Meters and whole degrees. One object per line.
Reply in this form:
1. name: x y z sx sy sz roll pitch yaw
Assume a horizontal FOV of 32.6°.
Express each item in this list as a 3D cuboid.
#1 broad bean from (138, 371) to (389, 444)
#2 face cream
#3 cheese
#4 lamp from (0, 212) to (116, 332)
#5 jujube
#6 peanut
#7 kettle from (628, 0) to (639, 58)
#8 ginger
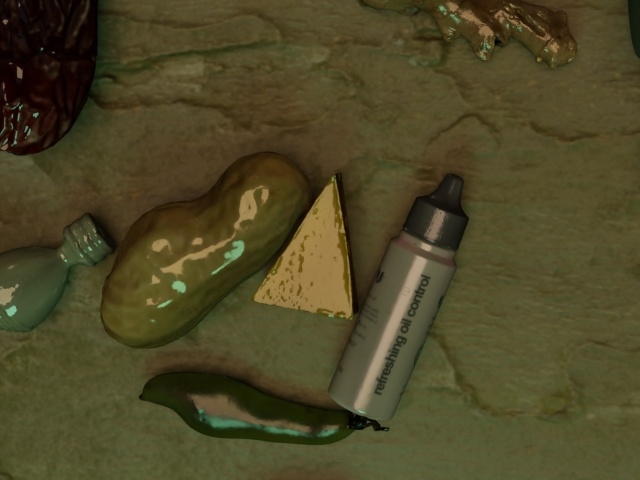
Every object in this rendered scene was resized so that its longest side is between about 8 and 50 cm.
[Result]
1. broad bean: -0.074 0.219 1.397 0.325 0.067 0.075 8 127 4
2. face cream: 0.106 0.064 1.342 0.092 0.092 0.311 23 97 4
3. cheese: 0.000 0.000 1.346 0.126 0.093 0.171 12 97 8
4. lamp: -0.354 0.042 1.396 0.193 0.106 0.106 -33 91 -1
5. jujube: -0.378 -0.275 1.322 0.216 0.216 0.342 10 91 6
6. peanut: -0.152 0.008 1.344 0.319 0.147 0.147 -40 90 12
7. kettle: 0.507 -0.278 1.182 0.318 0.205 0.265 0 61 7
8. ginger: 0.168 -0.268 1.315 0.288 0.075 0.089 14 102 1
